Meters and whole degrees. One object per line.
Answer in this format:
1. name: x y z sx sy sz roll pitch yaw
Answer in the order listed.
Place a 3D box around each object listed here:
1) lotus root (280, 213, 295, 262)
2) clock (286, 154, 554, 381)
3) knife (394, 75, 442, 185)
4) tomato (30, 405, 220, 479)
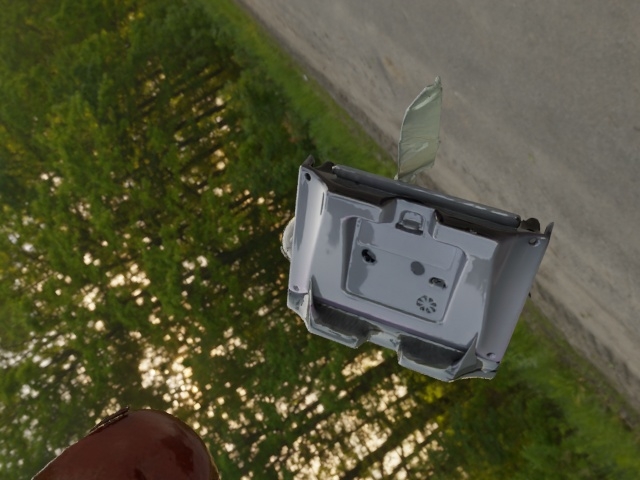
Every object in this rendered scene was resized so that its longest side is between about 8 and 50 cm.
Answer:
1. lotus root: 0.000 0.000 0.944 0.210 0.120 0.120 -12 116 48
2. clock: 0.080 0.031 0.575 0.083 0.254 0.186 -52 -26 -52
3. knife: 0.093 -0.070 0.559 0.298 0.047 0.017 73 179 -68
4. tomato: -0.158 0.253 0.457 0.085 0.224 0.225 20 162 24
